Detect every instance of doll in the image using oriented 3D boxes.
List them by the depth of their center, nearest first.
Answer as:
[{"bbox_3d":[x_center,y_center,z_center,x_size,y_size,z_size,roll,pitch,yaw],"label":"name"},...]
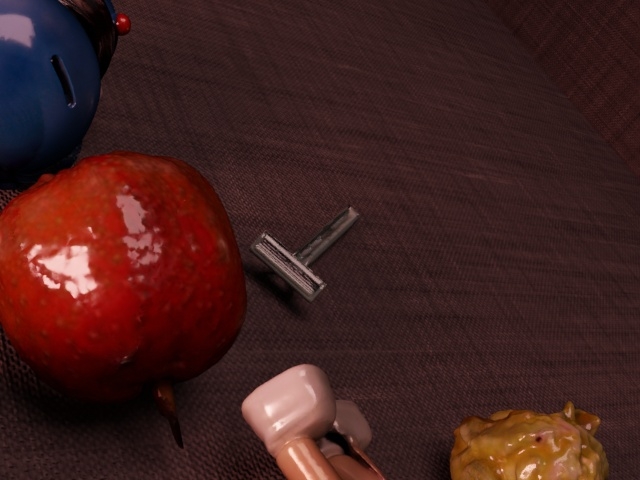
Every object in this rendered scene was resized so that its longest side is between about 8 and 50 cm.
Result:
[{"bbox_3d":[0.065,0.314,0.800,0.423,0.161,0.348,51,18,8],"label":"doll"},{"bbox_3d":[-0.364,-0.209,0.979,0.240,0.284,0.310,-3,34,19],"label":"doll"}]

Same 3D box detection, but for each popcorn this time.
[{"bbox_3d":[0.251,0.276,0.986,0.167,0.185,0.187,47,21,-16],"label":"popcorn"}]

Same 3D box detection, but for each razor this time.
[{"bbox_3d":[-0.006,0.007,1.212,0.111,0.056,0.278,41,26,5],"label":"razor"}]

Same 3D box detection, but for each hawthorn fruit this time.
[{"bbox_3d":[-0.192,0.065,0.828,0.254,0.254,0.300,-13,84,-49],"label":"hawthorn fruit"}]
